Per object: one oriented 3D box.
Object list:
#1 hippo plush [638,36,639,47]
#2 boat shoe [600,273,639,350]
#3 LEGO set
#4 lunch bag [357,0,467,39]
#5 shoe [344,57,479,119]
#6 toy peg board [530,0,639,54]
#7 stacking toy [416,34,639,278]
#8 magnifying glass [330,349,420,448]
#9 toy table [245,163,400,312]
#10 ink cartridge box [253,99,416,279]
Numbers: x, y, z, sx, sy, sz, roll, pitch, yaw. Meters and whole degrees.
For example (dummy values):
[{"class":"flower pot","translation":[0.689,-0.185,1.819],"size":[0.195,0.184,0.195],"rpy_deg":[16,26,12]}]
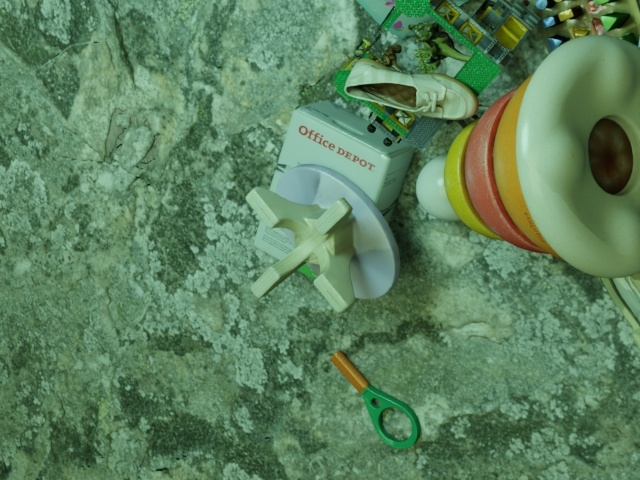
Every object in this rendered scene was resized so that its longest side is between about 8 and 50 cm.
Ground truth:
[{"class":"hippo plush","translation":[0.476,-0.430,1.550],"size":[0.294,0.236,0.234],"rpy_deg":[-15,61,61]},{"class":"boat shoe","translation":[0.520,0.080,1.800],"size":[0.103,0.113,0.302],"rpy_deg":[-30,85,14]},{"class":"LEGO set","translation":[0.193,-0.316,1.815],"size":[0.255,0.192,0.331],"rpy_deg":[35,140,6]},{"class":"lunch bag","translation":[0.144,-0.475,1.825],"size":[0.223,0.160,0.262],"rpy_deg":[-30,115,35]},{"class":"shoe","translation":[0.139,-0.225,1.743],"size":[0.219,0.058,0.077],"rpy_deg":[19,136,23]},{"class":"toy peg board","translation":[0.410,-0.343,1.748],"size":[0.160,0.079,0.161],"rpy_deg":[-18,94,35]},{"class":"stacking toy","translation":[0.308,-0.112,1.769],"size":[0.480,0.350,0.351],"rpy_deg":[-5,103,57]},{"class":"magnifying glass","translation":[0.104,0.307,2.175],"size":[0.231,0.026,0.092],"rpy_deg":[47,124,10]},{"class":"toy table","translation":[0.000,0.000,1.916],"size":[0.274,0.161,0.252],"rpy_deg":[40,121,12]},{"class":"ink cartridge box","translation":[0.025,-0.081,2.045],"size":[0.211,0.121,0.289],"rpy_deg":[30,118,21]}]
